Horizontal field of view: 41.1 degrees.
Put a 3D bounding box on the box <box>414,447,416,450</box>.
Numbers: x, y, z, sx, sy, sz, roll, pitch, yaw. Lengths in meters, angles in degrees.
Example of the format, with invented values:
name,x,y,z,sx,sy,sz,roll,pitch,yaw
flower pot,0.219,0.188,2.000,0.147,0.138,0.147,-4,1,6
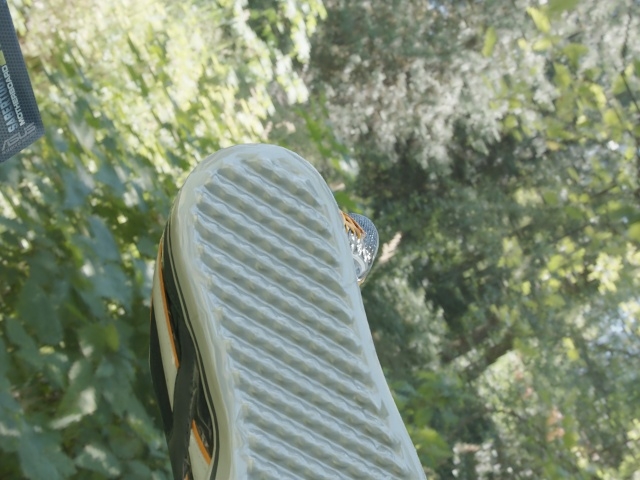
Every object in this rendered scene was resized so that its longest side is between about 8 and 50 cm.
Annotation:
name,x,y,z,sx,sy,sz,roll,pitch,yaw
box,-0.002,0.265,0.871,0.307,0.077,0.242,-143,-118,-77

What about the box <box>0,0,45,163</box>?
name,x,y,z,sx,sy,sz,roll,pitch,yaw
box,-0.326,-0.181,0.652,0.233,0.059,0.183,28,-39,24

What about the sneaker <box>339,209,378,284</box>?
name,x,y,z,sx,sy,sz,roll,pitch,yaw
sneaker,0.000,0.000,0.801,0.084,0.083,0.215,37,26,19

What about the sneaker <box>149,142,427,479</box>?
name,x,y,z,sx,sy,sz,roll,pitch,yaw
sneaker,-0.019,0.118,0.460,0.127,0.126,0.321,137,-53,-67
